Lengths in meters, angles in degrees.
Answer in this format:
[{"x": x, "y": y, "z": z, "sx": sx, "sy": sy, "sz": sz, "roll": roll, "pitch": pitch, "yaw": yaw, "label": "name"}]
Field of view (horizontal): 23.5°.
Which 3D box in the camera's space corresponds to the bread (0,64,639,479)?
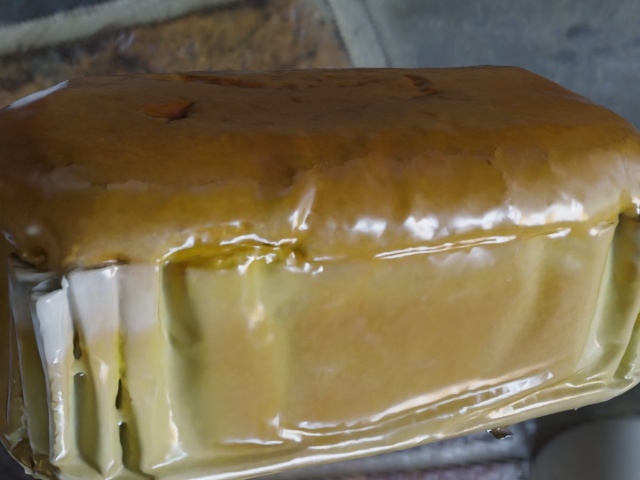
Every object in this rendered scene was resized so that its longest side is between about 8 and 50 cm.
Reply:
[{"x": 0.000, "y": 0.000, "z": 0.516, "sx": 0.241, "sy": 0.136, "sz": 0.107, "roll": -6, "pitch": 116, "yaw": -28, "label": "bread"}]
